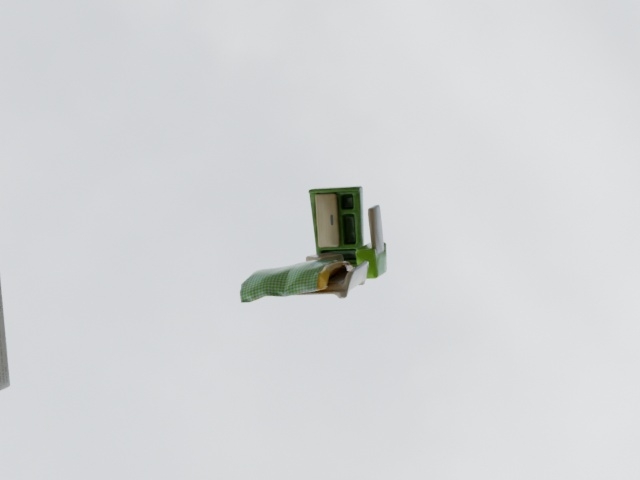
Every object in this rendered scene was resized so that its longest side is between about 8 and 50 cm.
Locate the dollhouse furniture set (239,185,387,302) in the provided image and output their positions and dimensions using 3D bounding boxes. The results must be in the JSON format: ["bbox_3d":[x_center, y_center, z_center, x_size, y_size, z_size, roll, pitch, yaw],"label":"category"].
[{"bbox_3d":[0.000,0.000,1.151,0.152,0.076,0.058,-28,-65,-72],"label":"dollhouse furniture set"}]

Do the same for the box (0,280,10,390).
[{"bbox_3d":[-0.319,-0.021,1.435,0.067,0.063,0.324,-25,-61,-50],"label":"box"}]
